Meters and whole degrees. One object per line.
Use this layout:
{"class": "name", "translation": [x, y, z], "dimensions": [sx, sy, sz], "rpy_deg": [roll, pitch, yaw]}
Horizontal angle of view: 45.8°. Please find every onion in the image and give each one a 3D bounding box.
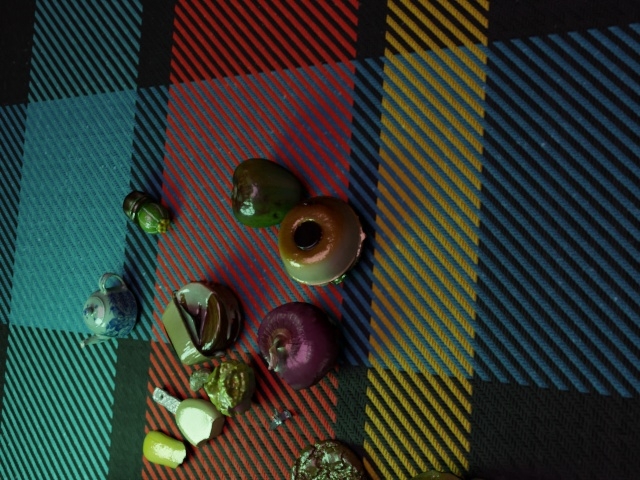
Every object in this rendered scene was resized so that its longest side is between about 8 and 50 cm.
{"class": "onion", "translation": [-0.046, 0.243, 1.841], "dimensions": [0.200, 0.201, 0.207], "rpy_deg": [-60, 28, 13]}

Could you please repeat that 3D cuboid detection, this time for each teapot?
{"class": "teapot", "translation": [-0.633, 0.206, 2.224], "dimensions": [0.159, 0.159, 0.232], "rpy_deg": [21, 96, 32]}

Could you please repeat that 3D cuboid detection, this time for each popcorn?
{"class": "popcorn", "translation": [-0.228, 0.381, 1.964], "dimensions": [0.126, 0.126, 0.145], "rpy_deg": [-1, 109, 40]}

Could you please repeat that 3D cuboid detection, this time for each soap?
{"class": "soap", "translation": [-0.435, 0.592, 2.126], "dimensions": [0.168, 0.033, 0.089], "rpy_deg": [12, 94, 33]}

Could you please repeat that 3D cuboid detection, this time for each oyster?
{"class": "oyster", "translation": [-0.331, 0.386, 2.078], "dimensions": [0.081, 0.038, 0.083], "rpy_deg": [29, 99, 29]}

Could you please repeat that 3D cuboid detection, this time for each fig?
{"class": "fig", "translation": [-0.140, -0.122, 1.938], "dimensions": [0.191, 0.181, 0.181], "rpy_deg": [8, 89, 6]}

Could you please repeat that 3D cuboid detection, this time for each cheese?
{"class": "cheese", "translation": [-0.374, 0.476, 2.091], "dimensions": [0.255, 0.050, 0.127], "rpy_deg": [21, 98, 34]}

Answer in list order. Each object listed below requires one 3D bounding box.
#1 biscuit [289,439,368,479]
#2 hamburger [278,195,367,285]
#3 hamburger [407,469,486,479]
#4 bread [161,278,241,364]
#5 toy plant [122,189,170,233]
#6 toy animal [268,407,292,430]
{"class": "biscuit", "translation": [0.018, 0.593, 1.834], "dimensions": [0.226, 0.042, 0.226], "rpy_deg": [-4, 83, 33]}
{"class": "hamburger", "translation": [-0.003, -0.002, 1.848], "dimensions": [0.237, 0.147, 0.237], "rpy_deg": [-8, 71, 24]}
{"class": "hamburger", "translation": [0.263, 0.630, 1.620], "dimensions": [0.285, 0.134, 0.265], "rpy_deg": [-40, 62, 27]}
{"class": "bread", "translation": [-0.320, 0.213, 2.028], "dimensions": [0.212, 0.142, 0.224], "rpy_deg": [-43, 64, 25]}
{"class": "toy plant", "translation": [-0.501, -0.077, 2.201], "dimensions": [0.162, 0.093, 0.093], "rpy_deg": [35, 104, 30]}
{"class": "toy animal", "translation": [-0.109, 0.451, 1.936], "dimensions": [0.084, 0.028, 0.050], "rpy_deg": [-35, 76, 24]}
